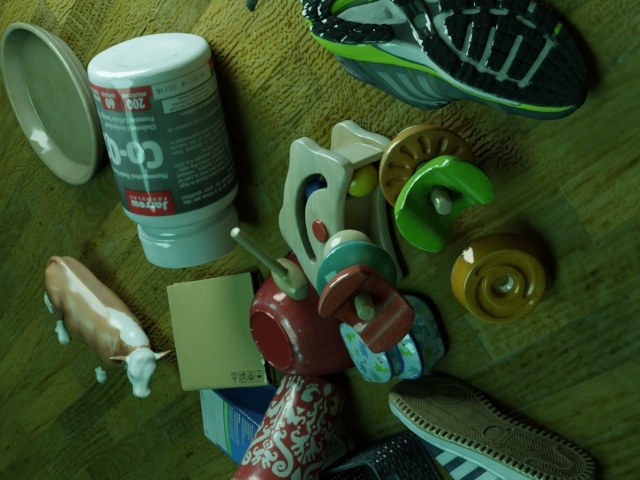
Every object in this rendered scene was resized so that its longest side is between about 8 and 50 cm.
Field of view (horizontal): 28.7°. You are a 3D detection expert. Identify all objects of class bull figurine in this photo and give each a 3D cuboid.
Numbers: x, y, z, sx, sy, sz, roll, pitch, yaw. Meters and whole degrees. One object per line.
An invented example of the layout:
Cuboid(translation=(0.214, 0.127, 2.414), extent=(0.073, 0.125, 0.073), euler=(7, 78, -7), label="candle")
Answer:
Cuboid(translation=(-0.375, 0.159, 2.177), extent=(0.310, 0.101, 0.188), euler=(49, 148, 18), label="bull figurine")

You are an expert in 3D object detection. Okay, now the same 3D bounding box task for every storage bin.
Cuboid(translation=(0.082, 0.339, 1.687), extent=(0.122, 0.084, 0.180), euler=(60, 147, 2), label="storage bin")

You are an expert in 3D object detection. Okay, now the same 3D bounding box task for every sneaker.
Cuboid(translation=(0.191, 0.274, 1.468), extent=(0.282, 0.099, 0.153), euler=(25, 132, 39), label="sneaker")
Cuboid(translation=(0.129, -0.178, 1.219), extent=(0.300, 0.111, 0.121), euler=(25, 165, 33), label="sneaker")

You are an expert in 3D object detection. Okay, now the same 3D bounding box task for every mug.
Cuboid(translation=(-0.051, 0.269, 1.714), extent=(0.150, 0.169, 0.113), euler=(7, 157, 42), label="mug")

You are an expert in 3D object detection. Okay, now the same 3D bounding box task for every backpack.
Cuboid(translation=(0.087, 0.121, 1.511), extent=(0.114, 0.084, 0.105), euler=(-8, 110, 53), label="backpack")

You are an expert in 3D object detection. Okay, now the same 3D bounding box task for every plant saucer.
Cuboid(translation=(-0.426, -0.222, 2.012), extent=(0.278, 0.041, 0.278), euler=(34, 140, 35), label="plant saucer")

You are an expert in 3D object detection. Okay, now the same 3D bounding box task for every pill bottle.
Cuboid(translation=(-0.198, -0.116, 1.656), extent=(0.161, 0.161, 0.283), euler=(21, 130, 46), label="pill bottle")

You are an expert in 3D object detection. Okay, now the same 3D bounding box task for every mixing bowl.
Cuboid(translation=(-0.029, 0.110, 1.654), extent=(0.181, 0.098, 0.181), euler=(33, 138, 36), label="mixing bowl")

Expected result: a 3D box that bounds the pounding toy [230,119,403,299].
Cuboid(translation=(0.000, 0.000, 1.471), extent=(0.154, 0.154, 0.270), euler=(47, 146, 30), label="pounding toy")

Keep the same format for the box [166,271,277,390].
Cuboid(translation=(-0.148, 0.135, 1.837), extent=(0.201, 0.021, 0.164), euler=(-11, 88, 46), label="box")

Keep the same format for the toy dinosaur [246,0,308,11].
Cuboid(translation=(-0.001, -0.346, 1.276), extent=(0.160, 0.121, 0.313), euler=(67, 155, 14), label="toy dinosaur")

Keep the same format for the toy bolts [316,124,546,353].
Cuboid(translation=(0.104, 0.007, 1.337), extent=(0.218, 0.228, 0.158), euler=(42, -166, -25), label="toy bolts")

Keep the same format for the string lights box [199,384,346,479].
Cuboid(translation=(-0.074, 0.299, 1.882), extent=(0.259, 0.076, 0.133), euler=(34, 139, 37), label="string lights box")
